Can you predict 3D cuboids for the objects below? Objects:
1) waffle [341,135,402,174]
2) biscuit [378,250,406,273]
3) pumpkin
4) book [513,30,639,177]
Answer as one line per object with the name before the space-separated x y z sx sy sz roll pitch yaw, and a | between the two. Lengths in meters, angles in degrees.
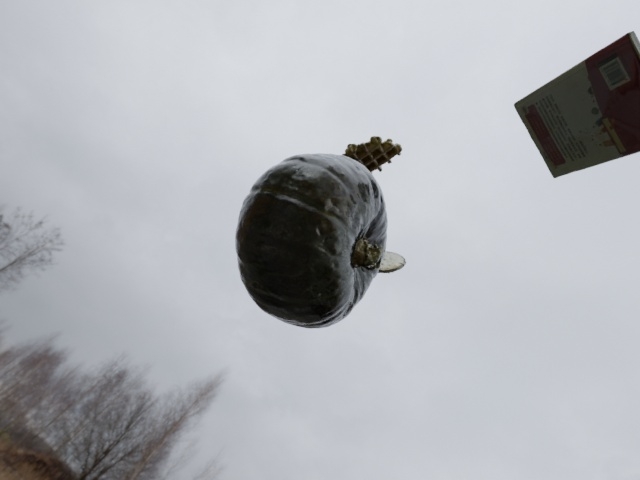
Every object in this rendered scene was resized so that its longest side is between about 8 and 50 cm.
waffle | 0.109 -0.191 1.064 0.191 0.161 0.046 117 -35 -44
biscuit | 0.198 0.067 1.310 0.152 0.152 0.020 9 -65 31
pumpkin | 0.000 0.000 0.499 0.158 0.223 0.223 16 -48 26
book | 0.425 -0.197 0.650 0.162 0.022 0.232 61 -11 -1
